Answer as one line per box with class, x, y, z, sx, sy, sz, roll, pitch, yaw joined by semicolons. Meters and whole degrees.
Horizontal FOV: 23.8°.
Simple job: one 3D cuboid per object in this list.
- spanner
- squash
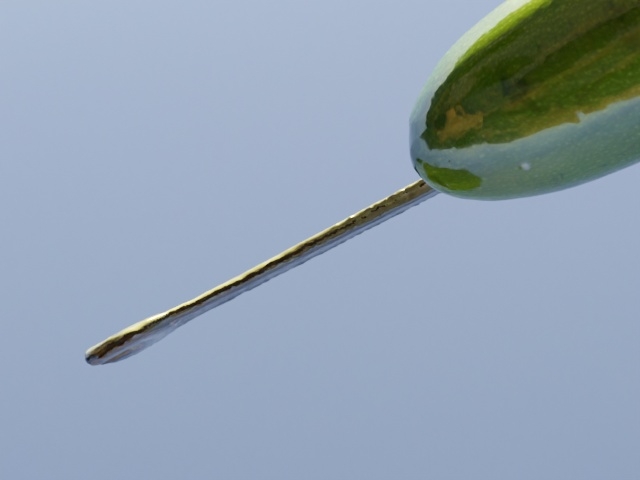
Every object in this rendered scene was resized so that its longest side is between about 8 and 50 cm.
spanner;0.000;0.000;0.872;0.302;0.071;0.017;-27;-95;-14
squash;0.158;-0.096;0.540;0.292;0.082;0.082;-29;-127;25
